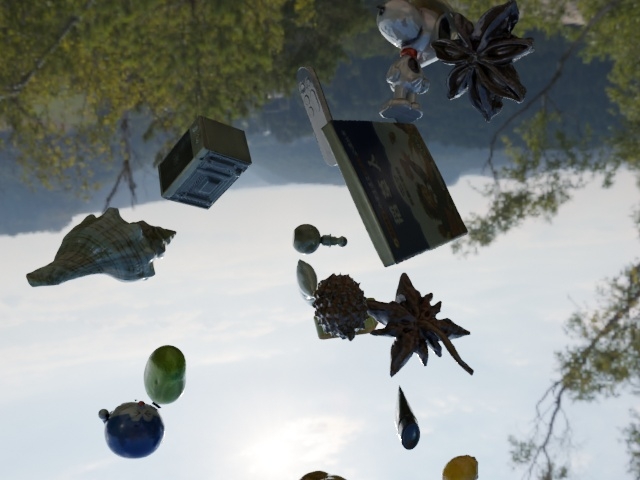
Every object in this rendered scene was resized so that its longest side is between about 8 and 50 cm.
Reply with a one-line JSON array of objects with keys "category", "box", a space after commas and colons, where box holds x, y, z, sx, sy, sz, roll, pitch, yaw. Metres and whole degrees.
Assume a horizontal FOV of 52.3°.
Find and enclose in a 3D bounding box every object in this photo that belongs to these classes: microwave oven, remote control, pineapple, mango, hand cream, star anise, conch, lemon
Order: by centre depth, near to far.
[{"category": "star anise", "box": [0.282, -0.300, 1.117, 0.073, 0.197, 0.212, -25, -158, -32]}, {"category": "mango", "box": [-0.343, 0.294, 1.457, 0.089, 0.163, 0.117, 3, -140, -30]}, {"category": "conch", "box": [-0.491, 0.008, 1.504, 0.203, 0.170, 0.386, 32, -162, 32]}, {"category": "remote control", "box": [-0.002, -0.293, 1.535, 0.022, 0.245, 0.077, -18, 178, -25]}, {"category": "pineapple", "box": [0.057, 0.191, 1.778, 0.166, 0.193, 0.166, -13, 146, -9]}, {"category": "star anise", "box": [0.287, 0.252, 1.891, 0.292, 0.350, 0.109, -17, 161, -8]}, {"category": "microwave oven", "box": [-0.335, -0.217, 1.906, 0.193, 0.145, 0.240, 17, 136, -38]}, {"category": "hand cream", "box": [0.255, 0.541, 1.986, 0.061, 0.120, 0.270, 5, -173, -1]}, {"category": "lemon", "box": [0.491, 0.816, 2.285, 0.155, 0.114, 0.114, -47, -179, 10]}]

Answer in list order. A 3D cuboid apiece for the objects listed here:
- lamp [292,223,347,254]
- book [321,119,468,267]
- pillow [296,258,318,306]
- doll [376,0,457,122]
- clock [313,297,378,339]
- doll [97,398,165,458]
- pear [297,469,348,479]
[{"category": "lamp", "box": [0.000, 0.000, 1.910, 0.163, 0.091, 0.091, 5, -175, -11]}, {"category": "book", "box": [0.174, -0.114, 1.386, 0.039, 0.300, 0.428, -27, 174, 31]}, {"category": "pillow", "box": [-0.044, 0.162, 2.363, 0.078, 0.144, 0.254, -16, 164, -5]}, {"category": "doll", "box": [0.205, -0.392, 1.413, 0.208, 0.272, 0.144, -6, 178, -33]}, {"category": "clock", "box": [0.090, 0.263, 2.188, 0.202, 0.096, 0.143, -12, -172, 21]}, {"category": "doll", "box": [-0.526, 0.528, 1.841, 0.215, 0.161, 0.257, 25, 161, -23]}, {"category": "pear", "box": [0.010, 0.846, 1.932, 0.314, 0.315, 0.314, -4, -173, 0]}]
